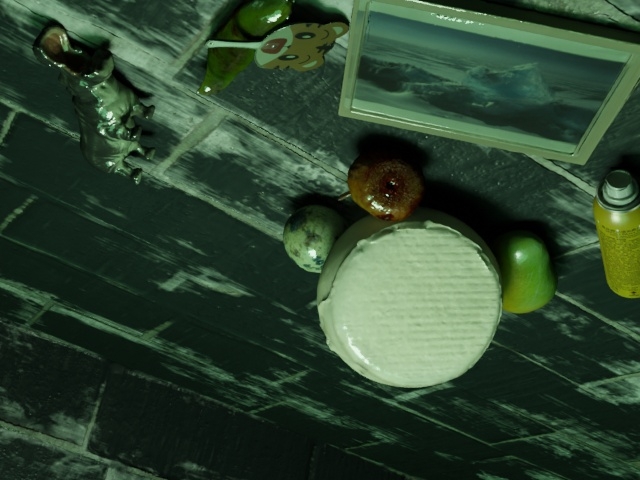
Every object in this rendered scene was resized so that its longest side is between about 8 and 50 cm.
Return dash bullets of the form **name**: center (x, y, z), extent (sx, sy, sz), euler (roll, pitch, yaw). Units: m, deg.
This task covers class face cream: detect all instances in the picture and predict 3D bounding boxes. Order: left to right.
- **face cream**: center (0.565, -0.016, 1.631), extent (0.105, 0.105, 0.348), euler (0, 150, 24)

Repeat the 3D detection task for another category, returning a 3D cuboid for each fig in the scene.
- **fig**: center (0.111, -0.101, 1.683), extent (0.146, 0.134, 0.201), euler (48, 166, -5)

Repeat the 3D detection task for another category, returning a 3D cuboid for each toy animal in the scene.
- **toy animal**: center (-0.398, -0.250, 1.629), extent (0.169, 0.106, 0.343), euler (13, 147, 15)

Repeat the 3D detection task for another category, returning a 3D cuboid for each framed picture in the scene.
- **framed picture**: center (0.258, -0.254, 1.407), extent (0.447, 0.028, 0.326), euler (12, 153, 3)

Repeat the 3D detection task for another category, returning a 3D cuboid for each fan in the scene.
- **fan**: center (-0.075, -0.303, 1.376), extent (0.227, 0.008, 0.152), euler (-4, 163, -28)

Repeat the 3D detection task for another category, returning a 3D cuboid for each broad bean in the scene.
- **broad bean**: center (-0.124, -0.324, 1.409), extent (0.077, 0.061, 0.339), euler (14, 155, -28)

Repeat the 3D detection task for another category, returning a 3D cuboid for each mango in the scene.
- **mango**: center (0.412, 0.066, 1.840), extent (0.157, 0.114, 0.251), euler (14, 155, 24)

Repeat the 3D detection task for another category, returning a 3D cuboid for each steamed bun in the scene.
- **steamed bun**: center (0.175, 0.107, 1.788), extent (0.375, 0.374, 0.241), euler (18, -172, -8)

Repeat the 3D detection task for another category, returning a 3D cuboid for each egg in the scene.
- **egg**: center (0.000, 0.000, 1.872), extent (0.141, 0.141, 0.182), euler (-8, 155, 35)
